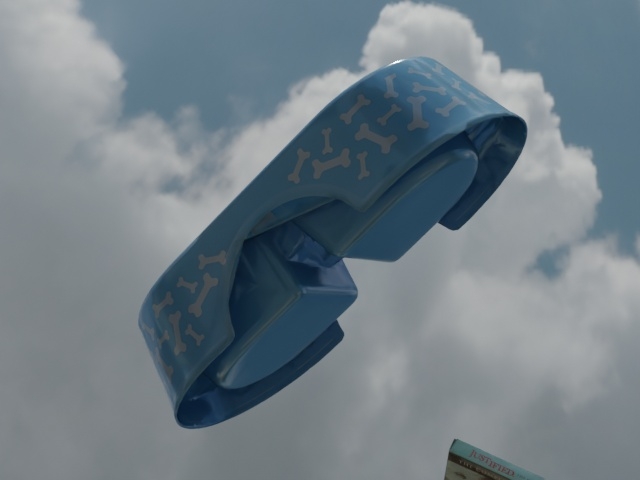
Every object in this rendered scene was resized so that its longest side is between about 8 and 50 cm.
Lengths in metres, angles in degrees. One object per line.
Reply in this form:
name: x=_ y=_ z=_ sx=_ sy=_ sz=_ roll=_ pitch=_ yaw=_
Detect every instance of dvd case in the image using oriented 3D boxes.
dvd case: x=0.107 y=0.168 z=0.746 sx=0.087 sy=0.013 sz=0.119 roll=23 pitch=-42 yaw=18

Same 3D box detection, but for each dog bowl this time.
dog bowl: x=0.000 y=0.000 z=0.846 sx=0.297 sy=0.166 sz=0.074 roll=-44 pitch=-110 yaw=16
